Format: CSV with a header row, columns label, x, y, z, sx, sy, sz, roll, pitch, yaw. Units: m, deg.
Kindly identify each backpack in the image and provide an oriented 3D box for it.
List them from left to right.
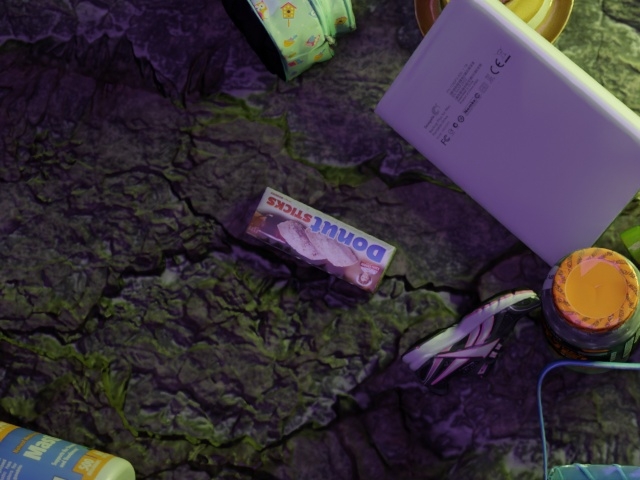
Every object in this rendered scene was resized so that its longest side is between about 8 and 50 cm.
label,x,y,z,sx,sy,sz,roll,pitch,yaw
backpack,-0.044,-0.294,1.796,0.144,0.188,0.166,-31,78,6

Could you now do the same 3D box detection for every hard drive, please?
label,x,y,z,sx,sy,sz,roll,pitch,yaw
hard drive,0.233,-0.130,1.757,0.307,0.040,0.203,42,120,11

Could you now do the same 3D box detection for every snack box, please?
label,x,y,z,sx,sy,sz,roll,pitch,yaw
snack box,0.000,0.000,1.839,0.178,0.022,0.064,25,87,13

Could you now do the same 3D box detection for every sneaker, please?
label,x,y,z,sx,sy,sz,roll,pitch,yaw
sneaker,0.189,0.121,1.776,0.178,0.072,0.077,-32,91,14

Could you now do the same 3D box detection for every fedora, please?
label,x,y,z,sx,sy,sz,roll,pitch,yaw
fedora,0.207,-0.300,1.806,0.194,0.079,0.194,-1,83,10

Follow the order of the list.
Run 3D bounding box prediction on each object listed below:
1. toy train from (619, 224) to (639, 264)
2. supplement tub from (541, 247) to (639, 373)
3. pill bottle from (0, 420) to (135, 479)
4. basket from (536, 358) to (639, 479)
label,x,y,z,sx,sy,sz,roll,pitch,yaw
toy train,0.408,-0.026,1.735,0.143,0.105,0.248,-33,78,20
supplement tub,0.306,0.077,1.681,0.117,0.190,0.117,-3,73,9
pill bottle,-0.375,0.301,1.807,0.272,0.152,0.152,15,86,11
basket,0.368,0.272,1.647,0.255,0.201,0.289,-1,92,7
